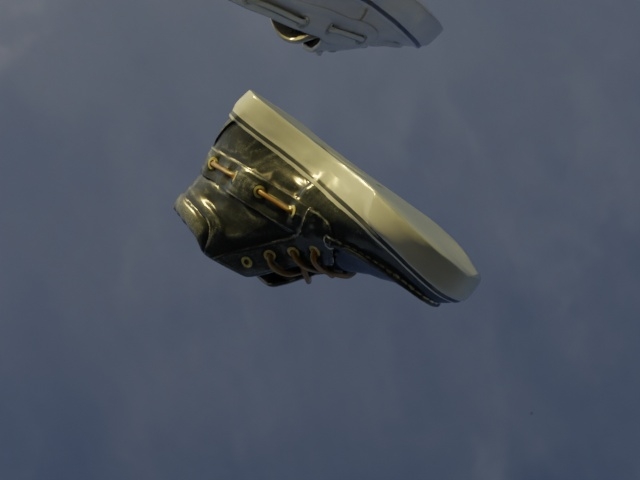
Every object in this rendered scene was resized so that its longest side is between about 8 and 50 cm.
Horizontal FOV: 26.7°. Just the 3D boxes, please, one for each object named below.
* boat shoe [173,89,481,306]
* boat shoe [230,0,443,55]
[{"bbox_3d":[0.000,0.000,0.698,0.183,0.065,0.083,40,-81,38],"label":"boat shoe"},{"bbox_3d":[0.000,-0.178,0.962,0.084,0.258,0.095,-46,-120,16],"label":"boat shoe"}]
